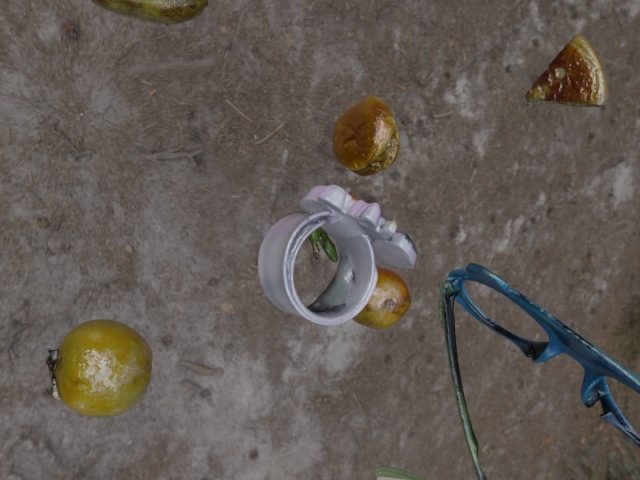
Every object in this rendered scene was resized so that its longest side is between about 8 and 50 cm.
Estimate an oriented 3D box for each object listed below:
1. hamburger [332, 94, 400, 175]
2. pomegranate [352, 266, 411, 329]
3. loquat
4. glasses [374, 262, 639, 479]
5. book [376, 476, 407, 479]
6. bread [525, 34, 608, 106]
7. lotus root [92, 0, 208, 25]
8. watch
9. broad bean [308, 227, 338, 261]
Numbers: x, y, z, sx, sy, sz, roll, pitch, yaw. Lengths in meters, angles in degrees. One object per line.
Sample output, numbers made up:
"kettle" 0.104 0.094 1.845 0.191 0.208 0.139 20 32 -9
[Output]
"hamburger" 0.180 -0.423 1.876 0.170 0.290 0.314 17 53 -44
"pomegranate" 0.222 0.232 1.863 0.264 0.264 0.264 -7 107 -25
"loquat" -0.530 0.306 1.127 0.244 0.244 0.244 -7 107 -25
"glasses" 0.151 0.147 0.366 0.102 0.239 0.207 9 118 -46
"book" 0.256 0.627 1.000 0.020 0.208 0.295 -49 123 -55
"bread" 0.494 -0.333 0.919 0.054 0.154 0.136 -6 107 -46
"lotus root" -0.367 -0.521 1.002 0.258 0.110 0.097 -7 69 -25
"watch" 0.031 0.044 0.838 0.244 0.196 0.231 38 70 -28
"broad bean" 0.000 0.000 1.501 0.049 0.292 0.144 -18 81 11
